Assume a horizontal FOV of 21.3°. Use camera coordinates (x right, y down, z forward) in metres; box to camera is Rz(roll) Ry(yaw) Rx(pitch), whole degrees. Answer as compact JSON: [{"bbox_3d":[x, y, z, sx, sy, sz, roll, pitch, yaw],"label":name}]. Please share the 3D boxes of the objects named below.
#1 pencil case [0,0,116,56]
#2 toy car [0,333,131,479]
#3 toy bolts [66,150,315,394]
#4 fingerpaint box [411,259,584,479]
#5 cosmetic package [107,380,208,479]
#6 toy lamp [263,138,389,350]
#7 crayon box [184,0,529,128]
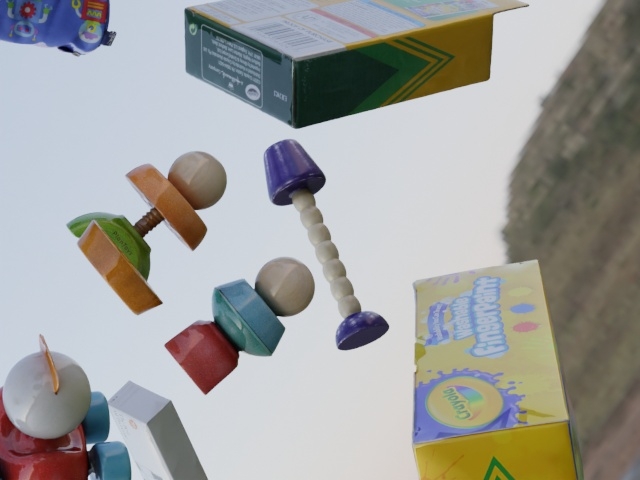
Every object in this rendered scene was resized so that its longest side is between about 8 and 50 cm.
[{"bbox_3d":[-0.468,-0.355,2.589,0.119,0.306,0.133,-134,52,-63],"label":"pencil case"},{"bbox_3d":[-0.362,0.209,2.208,0.219,0.210,0.238,-3,-55,-23],"label":"toy car"},{"bbox_3d":[-0.114,0.022,1.640,0.158,0.228,0.218,-40,5,-4],"label":"toy bolts"},{"bbox_3d":[0.208,0.274,1.851,0.445,0.163,0.371,-80,-21,-71],"label":"fingerpaint box"},{"bbox_3d":[-0.239,0.328,2.591,0.060,0.099,0.239,-45,-47,-30],"label":"cosmetic package"},{"bbox_3d":[0.000,0.000,2.119,0.080,0.274,0.080,-21,-20,-8],"label":"toy lamp"},{"bbox_3d":[0.041,-0.218,1.854,0.323,0.203,0.083,-17,-59,-33],"label":"crayon box"}]
